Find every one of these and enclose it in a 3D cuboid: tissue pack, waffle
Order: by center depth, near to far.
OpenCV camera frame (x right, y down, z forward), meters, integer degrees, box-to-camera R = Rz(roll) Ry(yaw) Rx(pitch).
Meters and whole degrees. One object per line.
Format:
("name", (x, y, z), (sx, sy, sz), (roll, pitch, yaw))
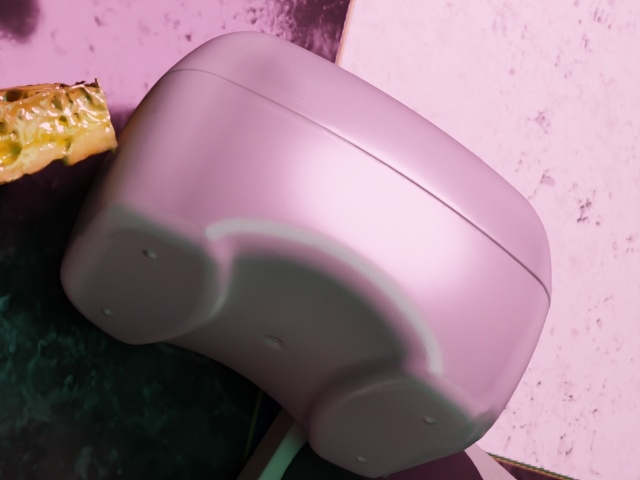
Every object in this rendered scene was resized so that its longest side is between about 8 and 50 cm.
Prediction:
("waffle", (-0.263, -0.058, 0.750), (0.211, 0.160, 0.055), (-21, 106, -29))
("tissue pack", (0.000, 0.000, 0.849), (0.333, 0.229, 0.236), (31, 56, -10))

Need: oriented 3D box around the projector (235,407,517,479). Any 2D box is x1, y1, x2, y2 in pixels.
("projector", (0.040, 0.259, 0.953), (0.257, 0.079, 0.259), (43, 60, -15))
